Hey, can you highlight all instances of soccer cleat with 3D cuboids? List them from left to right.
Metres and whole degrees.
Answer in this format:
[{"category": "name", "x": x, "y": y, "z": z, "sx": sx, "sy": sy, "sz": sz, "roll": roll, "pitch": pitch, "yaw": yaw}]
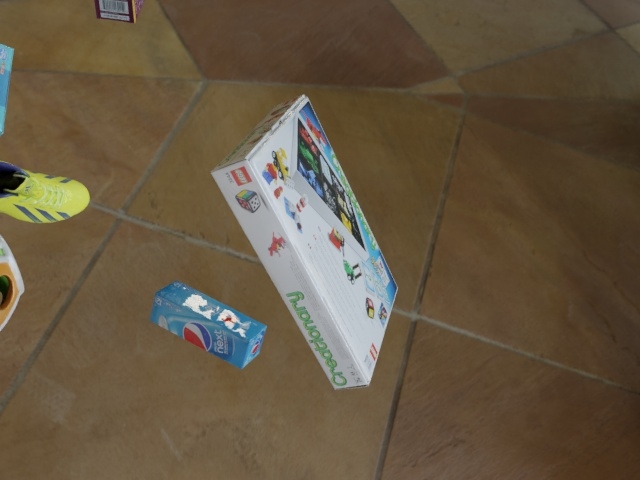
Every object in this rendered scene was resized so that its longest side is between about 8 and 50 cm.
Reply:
[{"category": "soccer cleat", "x": -0.525, "y": -0.087, "z": 1.061, "sx": 0.121, "sy": 0.289, "sz": 0.093, "roll": -8, "pitch": 82, "yaw": 32}]

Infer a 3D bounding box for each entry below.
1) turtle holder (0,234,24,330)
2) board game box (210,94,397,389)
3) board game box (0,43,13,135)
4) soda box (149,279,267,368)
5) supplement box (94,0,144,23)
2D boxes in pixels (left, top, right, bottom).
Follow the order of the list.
[{"category": "turtle holder", "x": -0.610, "y": 0.069, "z": 0.919, "sx": 0.227, "sy": 0.320, "sz": 0.243, "roll": -30, "pitch": 109, "yaw": -37}, {"category": "board game box", "x": 0.000, "y": 0.000, "z": 0.719, "sx": 0.053, "sy": 0.305, "sz": 0.193, "roll": -15, "pitch": 25, "yaw": 27}, {"category": "board game box", "x": -0.933, "y": -0.408, "z": 1.429, "sx": 0.336, "sy": 0.079, "sz": 0.253, "roll": 17, "pitch": 62, "yaw": -45}, {"category": "soda box", "x": -0.213, "y": 0.156, "z": 1.128, "sx": 0.210, "sy": 0.067, "sz": 0.071, "roll": 24, "pitch": 24, "yaw": 15}, {"category": "supplement box", "x": -0.283, "y": -0.349, "z": 0.847, "sx": 0.055, "sy": 0.043, "sz": 0.083, "roll": 6, "pitch": 47, "yaw": -5}]
